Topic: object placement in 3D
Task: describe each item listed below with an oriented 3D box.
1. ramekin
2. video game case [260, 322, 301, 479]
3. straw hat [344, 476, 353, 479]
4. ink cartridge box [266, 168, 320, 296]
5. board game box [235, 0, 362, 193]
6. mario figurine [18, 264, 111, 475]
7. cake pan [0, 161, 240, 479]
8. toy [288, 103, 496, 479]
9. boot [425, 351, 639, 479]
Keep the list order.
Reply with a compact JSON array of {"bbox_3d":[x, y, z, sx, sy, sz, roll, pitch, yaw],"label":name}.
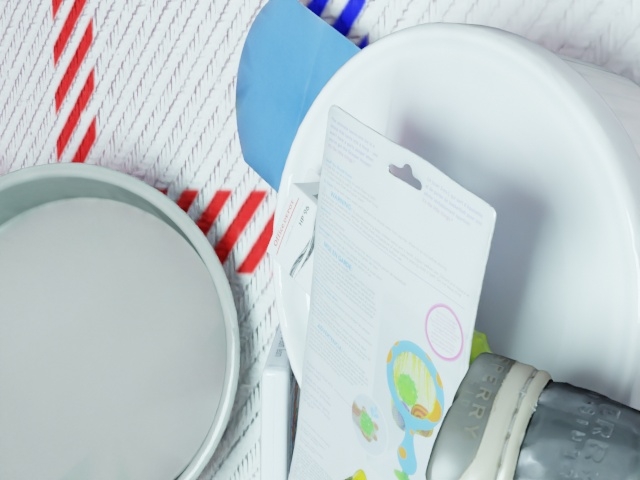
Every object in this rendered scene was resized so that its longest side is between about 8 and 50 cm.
[{"bbox_3d":[0.104,0.014,0.797,0.273,0.127,0.272,6,98,47],"label":"ramekin"},{"bbox_3d":[-0.021,0.125,0.934,0.019,0.143,0.157,3,111,6],"label":"video game case"},{"bbox_3d":[0.020,0.190,0.948,0.061,0.144,0.144,8,102,7],"label":"straw hat"},{"bbox_3d":[0.000,0.000,0.794,0.083,0.028,0.048,45,124,38],"label":"ink cartridge box"},{"bbox_3d":[0.000,-0.089,0.976,0.169,0.033,0.133,44,129,42],"label":"board game box"},{"bbox_3d":[-0.244,0.064,1.220,0.198,0.170,0.320,-36,74,4],"label":"mario figurine"},{"bbox_3d":[-0.195,0.088,1.088,0.293,0.054,0.293,-2,83,14],"label":"cake pan"},{"bbox_3d":[0.046,0.062,0.725,0.137,0.056,0.237,37,127,47],"label":"toy"},{"bbox_3d":[0.199,0.224,0.662,0.284,0.138,0.377,7,127,21],"label":"boot"}]
